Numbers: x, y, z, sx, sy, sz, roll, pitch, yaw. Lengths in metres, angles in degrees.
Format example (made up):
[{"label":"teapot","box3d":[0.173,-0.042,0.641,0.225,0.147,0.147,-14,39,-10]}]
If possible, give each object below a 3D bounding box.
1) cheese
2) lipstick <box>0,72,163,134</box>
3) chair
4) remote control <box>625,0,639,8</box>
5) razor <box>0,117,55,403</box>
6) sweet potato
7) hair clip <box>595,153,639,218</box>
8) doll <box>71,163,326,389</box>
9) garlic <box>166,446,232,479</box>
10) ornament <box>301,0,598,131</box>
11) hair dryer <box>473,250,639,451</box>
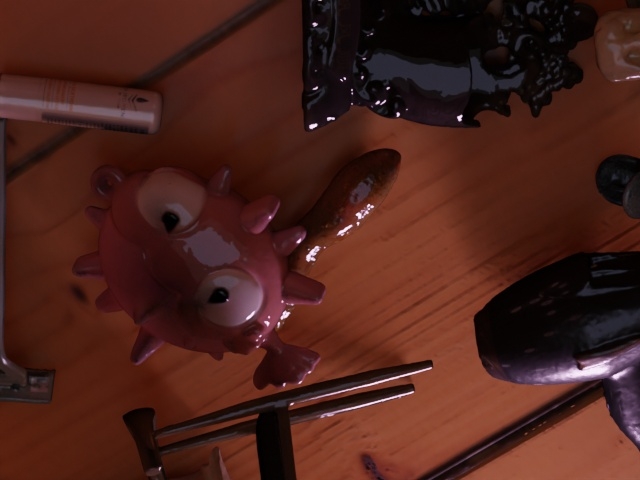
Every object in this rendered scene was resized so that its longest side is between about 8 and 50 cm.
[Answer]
[{"label":"cheese","box3d":[0.323,-0.169,1.566,0.194,0.043,0.065,-3,115,4]},{"label":"lipstick","box3d":[-0.206,-0.117,1.624,0.141,0.040,0.040,6,115,-5]},{"label":"chair","box3d":[-0.030,0.214,1.668,0.272,0.188,0.166,-7,79,-4]},{"label":"remote control","box3d":[0.315,-0.212,1.588,0.123,0.038,0.285,-17,114,8]},{"label":"razor","box3d":[-0.294,0.022,1.679,0.111,0.056,0.278,3,115,-1]},{"label":"sweet potato","box3d":[-0.001,0.000,1.681,0.050,0.050,0.214,31,115,-14]},{"label":"hair clip","box3d":[0.382,-0.028,1.669,0.275,0.083,0.048,10,100,-13]},{"label":"doll","box3d":[-0.103,0.030,1.661,0.211,0.093,0.262,-29,108,24]},{"label":"garlic","box3d":[-0.191,0.318,1.804,0.266,0.148,0.128,-15,151,1]},{"label":"ornament","box3d":[0.108,-0.205,1.564,0.260,0.106,0.251,-4,118,-4]},{"label":"hair dryer","box3d":[0.327,0.139,1.727,0.304,0.120,0.359,-17,126,14]}]
